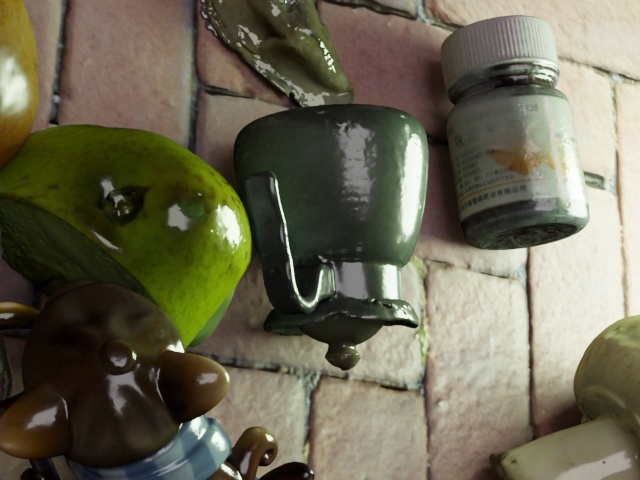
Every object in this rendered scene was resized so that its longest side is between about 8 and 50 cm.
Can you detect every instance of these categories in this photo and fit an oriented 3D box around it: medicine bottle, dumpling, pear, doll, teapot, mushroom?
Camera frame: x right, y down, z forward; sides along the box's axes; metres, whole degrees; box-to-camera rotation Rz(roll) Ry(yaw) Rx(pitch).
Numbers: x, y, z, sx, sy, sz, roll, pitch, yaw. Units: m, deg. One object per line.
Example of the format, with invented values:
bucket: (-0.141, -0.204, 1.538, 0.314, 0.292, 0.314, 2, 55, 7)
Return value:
medicine bottle: (0.245, -0.135, 1.714, 0.165, 0.165, 0.273, 0, 75, -31)
dumpling: (-0.060, -0.305, 1.634, 0.166, 0.086, 0.332, -16, 79, -37)
pear: (-0.192, -0.022, 1.343, 0.286, 0.282, 0.176, 43, 65, -13)
doll: (-0.186, 0.188, 1.283, 0.318, 0.340, 0.209, -16, 44, 0)
teapot: (0.023, -0.001, 1.470, 0.223, 0.305, 0.285, -3, 83, -7)
mushroom: (0.386, 0.262, 1.637, 0.336, 0.314, 0.314, -21, 86, -8)

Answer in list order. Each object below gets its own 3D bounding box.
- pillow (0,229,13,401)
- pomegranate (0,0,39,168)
pillow: (-0.367, 0.076, 1.297, 0.130, 0.038, 0.233, -7, 109, -27)
pomegranate: (-0.407, -0.168, 1.264, 0.307, 0.307, 0.307, 10, 70, -29)
